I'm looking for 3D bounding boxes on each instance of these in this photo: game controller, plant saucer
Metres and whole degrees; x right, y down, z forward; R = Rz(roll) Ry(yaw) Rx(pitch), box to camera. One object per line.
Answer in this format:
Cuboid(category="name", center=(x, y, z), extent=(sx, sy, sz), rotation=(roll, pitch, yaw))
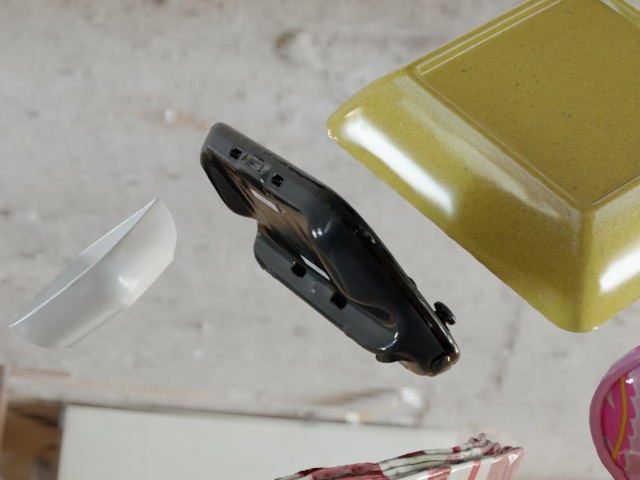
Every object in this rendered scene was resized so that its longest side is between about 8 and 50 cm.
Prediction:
Cuboid(category="game controller", center=(0.000, 0.000, 1.374), extent=(0.166, 0.067, 0.319), rotation=(62, 168, -23))
Cuboid(category="plant saucer", center=(0.230, -0.109, 1.620), extent=(0.332, 0.333, 0.081), rotation=(-30, 144, -27))

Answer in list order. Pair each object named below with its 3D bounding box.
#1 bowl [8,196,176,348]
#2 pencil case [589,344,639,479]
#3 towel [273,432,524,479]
Cuboid(category="bowl", center=(-0.189, 0.036, 1.580), extent=(0.142, 0.142, 0.053), rotation=(-34, 100, 35))
Cuboid(category="pencil case", center=(0.229, 0.035, 0.849), extent=(0.124, 0.124, 0.284), rotation=(-9, -161, 34))
Cuboid(category="towel", center=(0.015, 0.243, 1.135), extent=(0.037, 0.237, 0.329), rotation=(23, -170, 27))
